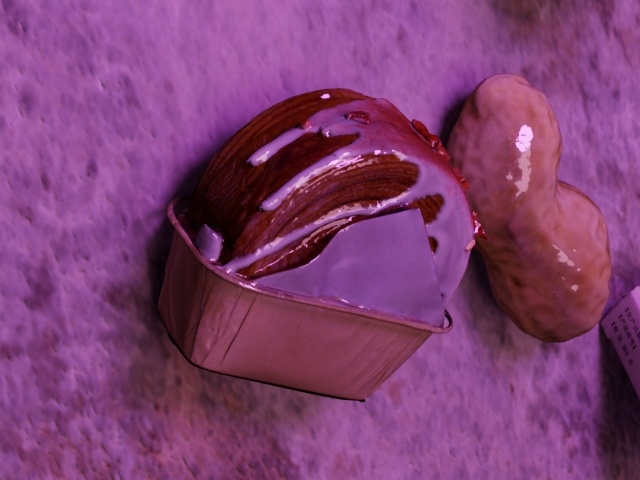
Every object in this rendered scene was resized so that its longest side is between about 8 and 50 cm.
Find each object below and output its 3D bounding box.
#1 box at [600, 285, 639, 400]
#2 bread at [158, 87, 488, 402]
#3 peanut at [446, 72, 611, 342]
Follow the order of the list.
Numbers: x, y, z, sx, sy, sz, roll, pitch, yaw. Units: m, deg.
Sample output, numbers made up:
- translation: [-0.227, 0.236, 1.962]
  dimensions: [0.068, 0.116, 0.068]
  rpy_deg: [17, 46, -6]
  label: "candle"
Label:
- translation: [0.427, 0.125, 1.663]
  dimensions: [0.353, 0.214, 0.069]
  rpy_deg: [-5, 150, -32]
  label: "box"
- translation: [0.000, 0.000, 1.399]
  dimensions: [0.224, 0.142, 0.212]
  rpy_deg: [14, 111, -35]
  label: "bread"
- translation: [0.158, -0.020, 1.510]
  dimensions: [0.229, 0.098, 0.103]
  rpy_deg: [63, 28, -30]
  label: "peanut"
